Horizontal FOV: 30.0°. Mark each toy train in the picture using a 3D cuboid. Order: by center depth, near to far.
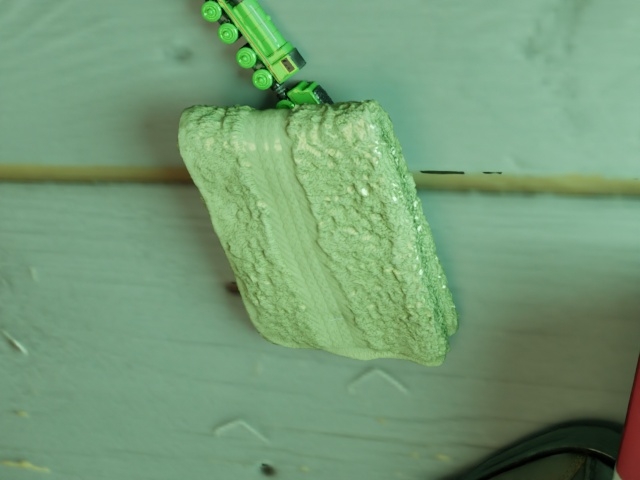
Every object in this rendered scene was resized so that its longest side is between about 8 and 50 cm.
[{"bbox_3d":[-0.021,-0.080,0.530,0.024,0.017,0.083,-31,103,27],"label":"toy train"}]

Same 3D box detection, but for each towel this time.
[{"bbox_3d":[0.000,0.000,0.549,0.110,0.027,0.148,1,130,26],"label":"towel"}]

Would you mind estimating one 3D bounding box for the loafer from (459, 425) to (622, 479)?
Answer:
[{"bbox_3d":[0.058,0.182,0.611,0.096,0.084,0.267,44,129,-2],"label":"loafer"}]

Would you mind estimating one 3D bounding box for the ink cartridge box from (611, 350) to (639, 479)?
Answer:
[{"bbox_3d":[0.211,0.194,0.442,0.226,0.131,0.306,44,141,48],"label":"ink cartridge box"}]
